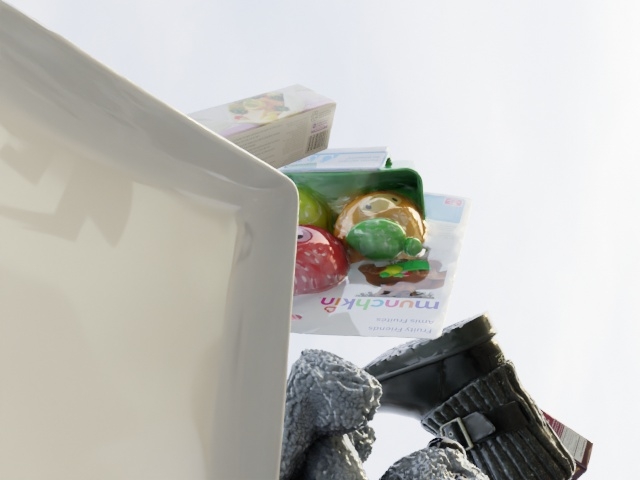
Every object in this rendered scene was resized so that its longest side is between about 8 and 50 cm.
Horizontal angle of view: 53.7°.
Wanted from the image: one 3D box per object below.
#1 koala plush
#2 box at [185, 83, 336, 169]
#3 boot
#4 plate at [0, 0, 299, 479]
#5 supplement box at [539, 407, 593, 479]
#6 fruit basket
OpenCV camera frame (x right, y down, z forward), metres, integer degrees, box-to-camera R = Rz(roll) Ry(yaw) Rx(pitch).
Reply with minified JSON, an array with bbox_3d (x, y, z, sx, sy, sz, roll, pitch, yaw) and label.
[{"bbox_3d":[0.061,0.231,0.517,0.221,0.196,0.204,14,-119,10],"label":"koala plush"},{"bbox_3d":[-0.105,-0.092,0.636,0.324,0.063,0.067,-30,-39,-45],"label":"box"},{"bbox_3d":[0.176,0.283,0.960,0.131,0.348,0.260,-17,-102,-48],"label":"boot"},{"bbox_3d":[-0.108,0.056,0.349,0.277,0.045,0.278,26,-116,-56],"label":"plate"},{"bbox_3d":[0.413,0.391,1.227,0.081,0.188,0.104,-39,-24,-50],"label":"supplement box"},{"bbox_3d":[0.000,0.000,0.743,0.353,0.326,0.166,-47,-46,-63],"label":"fruit basket"}]
